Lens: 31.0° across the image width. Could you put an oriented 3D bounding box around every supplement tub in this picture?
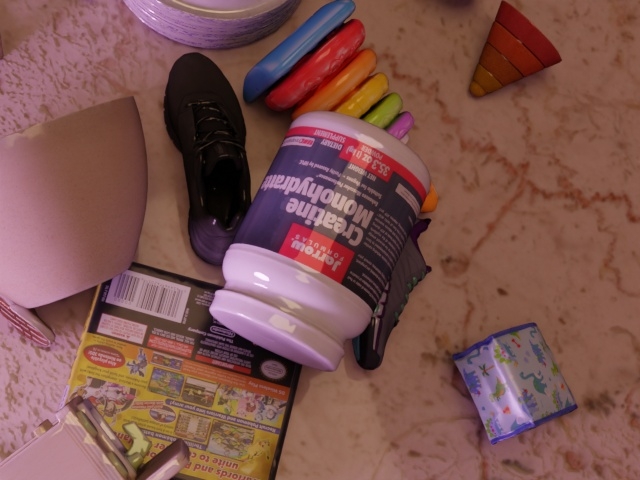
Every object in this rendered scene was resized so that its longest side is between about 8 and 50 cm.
[{"bbox_3d":[0.000,0.000,1.389,0.191,0.191,0.272,26,76,-3],"label":"supplement tub"}]

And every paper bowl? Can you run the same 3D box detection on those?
[{"bbox_3d":[-0.142,-0.416,1.556,0.284,0.148,0.284,3,71,-10],"label":"paper bowl"}]

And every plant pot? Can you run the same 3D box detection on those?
[{"bbox_3d":[-0.320,-0.031,1.353,0.284,0.284,0.191,-22,97,-17],"label":"plant pot"}]

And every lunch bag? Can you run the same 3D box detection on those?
[{"bbox_3d":[0.259,0.178,1.482,0.151,0.096,0.129,-12,74,-45],"label":"lunch bag"}]

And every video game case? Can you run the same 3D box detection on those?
[{"bbox_3d":[-0.167,0.172,1.428,0.274,0.035,0.248,16,70,-7],"label":"video game case"}]

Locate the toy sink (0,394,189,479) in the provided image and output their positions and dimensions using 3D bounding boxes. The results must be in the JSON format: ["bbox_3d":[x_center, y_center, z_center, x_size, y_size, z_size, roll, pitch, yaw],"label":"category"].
[{"bbox_3d":[-0.278,0.259,1.284,0.234,0.153,0.131,-37,92,-6],"label":"toy sink"}]

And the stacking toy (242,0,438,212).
[{"bbox_3d":[0.057,-0.156,1.527,0.166,0.175,0.302,-44,97,-17],"label":"stacking toy"}]

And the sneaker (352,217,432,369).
[{"bbox_3d":[0.100,0.061,1.493,0.098,0.083,0.224,10,71,-13],"label":"sneaker"}]

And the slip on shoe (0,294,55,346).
[{"bbox_3d":[-0.373,0.075,1.412,0.135,0.051,0.041,36,58,7],"label":"slip on shoe"}]

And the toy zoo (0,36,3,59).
[{"bbox_3d":[-0.507,-0.368,1.443,0.030,0.192,0.293,-40,84,-20],"label":"toy zoo"}]

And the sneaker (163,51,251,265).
[{"bbox_3d":[-0.133,-0.118,1.475,0.109,0.130,0.286,-12,75,-12],"label":"sneaker"}]

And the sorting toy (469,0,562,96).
[{"bbox_3d":[0.169,-0.337,1.636,0.365,0.127,0.126,44,100,7],"label":"sorting toy"}]
